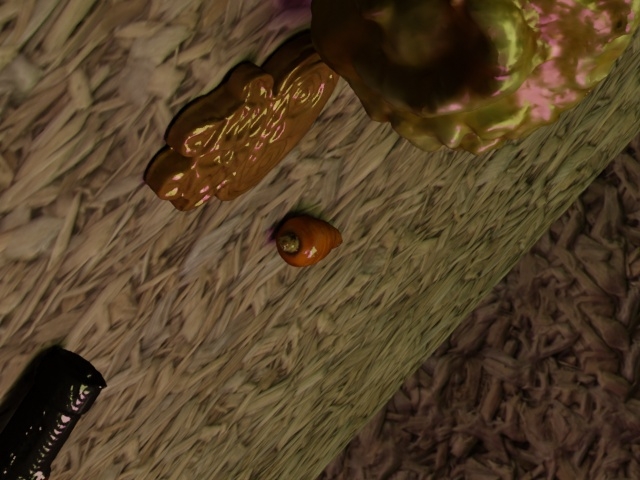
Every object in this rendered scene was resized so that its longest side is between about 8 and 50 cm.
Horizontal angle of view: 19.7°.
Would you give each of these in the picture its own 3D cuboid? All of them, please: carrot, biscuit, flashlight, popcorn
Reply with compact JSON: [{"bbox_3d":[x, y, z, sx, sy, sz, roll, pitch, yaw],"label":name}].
[{"bbox_3d":[0.000,0.000,2.297,0.061,0.061,0.257,-52,168,11],"label":"carrot"},{"bbox_3d":[-0.068,-0.113,1.832,0.202,0.044,0.289,-57,166,26],"label":"biscuit"},{"bbox_3d":[-0.301,0.218,1.881,0.232,0.093,0.093,-53,165,13],"label":"flashlight"},{"bbox_3d":[0.148,-0.234,1.678,0.274,0.279,0.335,12,132,-23],"label":"popcorn"}]

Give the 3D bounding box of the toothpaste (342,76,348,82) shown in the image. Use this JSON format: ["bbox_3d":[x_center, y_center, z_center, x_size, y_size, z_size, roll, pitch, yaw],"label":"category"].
[{"bbox_3d":[0.144,-0.275,1.976,0.327,0.077,0.110,-40,162,-34],"label":"toothpaste"}]
